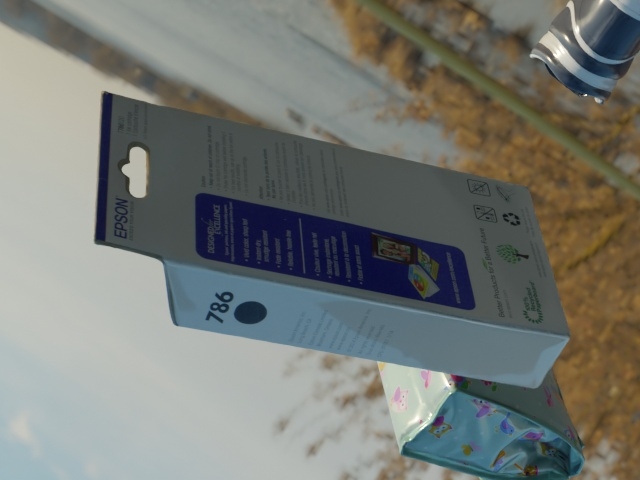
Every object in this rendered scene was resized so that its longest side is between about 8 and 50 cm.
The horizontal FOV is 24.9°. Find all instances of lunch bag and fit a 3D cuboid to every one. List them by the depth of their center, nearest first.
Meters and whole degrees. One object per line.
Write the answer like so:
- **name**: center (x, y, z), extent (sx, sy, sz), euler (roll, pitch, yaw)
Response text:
- **lunch bag**: center (0.219, 0.199, 1.916), extent (0.262, 0.160, 0.223), euler (20, -146, -27)

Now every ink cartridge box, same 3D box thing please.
- **ink cartridge box**: center (0.000, 0.000, 1.005), extent (0.333, 0.065, 0.165), euler (13, -140, -16)

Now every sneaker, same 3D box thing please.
- **sneaker**: center (0.302, -0.241, 1.490), extent (0.099, 0.153, 0.282), euler (34, -149, 2)
